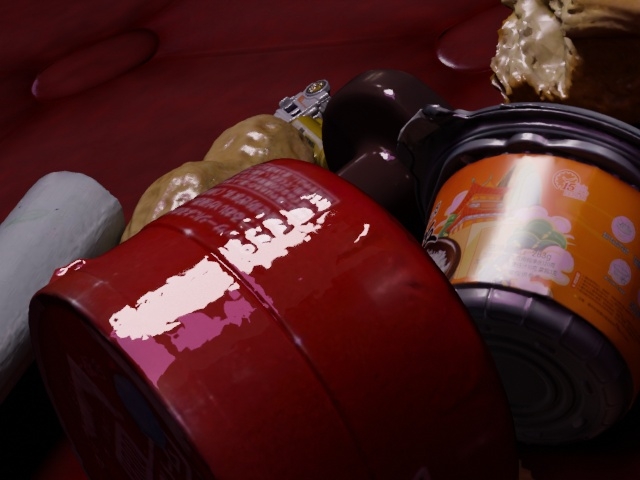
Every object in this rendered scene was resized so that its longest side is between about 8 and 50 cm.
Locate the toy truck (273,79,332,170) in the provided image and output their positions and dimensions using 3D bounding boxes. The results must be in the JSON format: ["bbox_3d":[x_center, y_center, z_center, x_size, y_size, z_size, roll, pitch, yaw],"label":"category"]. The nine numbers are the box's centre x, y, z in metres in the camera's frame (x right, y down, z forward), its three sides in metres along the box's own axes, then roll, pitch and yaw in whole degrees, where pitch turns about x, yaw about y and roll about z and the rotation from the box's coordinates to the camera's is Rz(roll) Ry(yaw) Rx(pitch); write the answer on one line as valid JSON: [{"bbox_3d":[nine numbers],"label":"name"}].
[{"bbox_3d":[0.005,-0.077,1.375,0.063,0.052,0.123,-33,28,-7],"label":"toy truck"}]

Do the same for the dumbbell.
[{"bbox_3d":[0.000,0.000,1.133,0.225,0.140,0.124,-39,-12,-31],"label":"dumbbell"}]

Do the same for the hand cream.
[{"bbox_3d":[-0.024,0.083,0.867,0.149,0.230,0.230,-34,28,-24],"label":"hand cream"}]

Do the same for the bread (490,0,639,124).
[{"bbox_3d":[0.251,-0.222,1.346,0.195,0.149,0.344,-6,31,32],"label":"bread"}]

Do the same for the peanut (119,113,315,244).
[{"bbox_3d":[-0.070,-0.013,1.250,0.095,0.108,0.226,5,34,29],"label":"peanut"}]

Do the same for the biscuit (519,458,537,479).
[{"bbox_3d":[0.016,0.179,0.919,0.232,0.013,0.237,-26,26,-7],"label":"biscuit"}]

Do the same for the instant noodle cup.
[{"bbox_3d":[0.118,0.031,0.971,0.208,0.177,0.125,21,55,7],"label":"instant noodle cup"}]

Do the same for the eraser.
[{"bbox_3d":[-0.228,0.073,1.183,0.174,0.081,0.227,-47,9,38],"label":"eraser"}]
